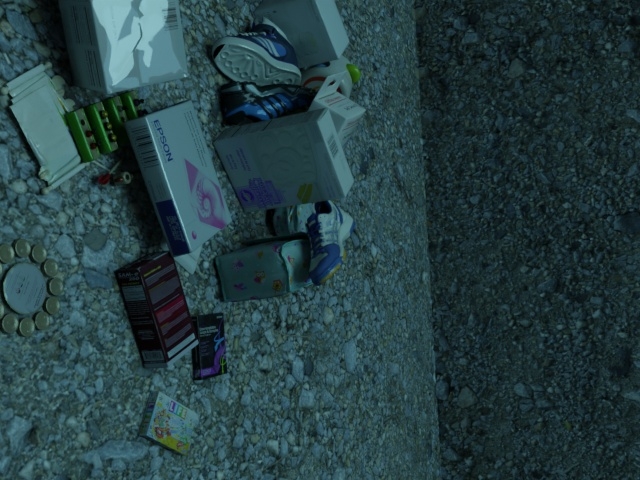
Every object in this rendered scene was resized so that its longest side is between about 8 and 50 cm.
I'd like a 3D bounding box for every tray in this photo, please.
[{"bbox_3d":[-0.326,-0.063,1.765,0.145,0.030,0.270,50,42,-47],"label":"tray"}]

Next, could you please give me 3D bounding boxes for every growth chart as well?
[{"bbox_3d":[-0.543,-0.229,1.379,0.172,0.021,0.237,-50,128,-56],"label":"growth chart"}]

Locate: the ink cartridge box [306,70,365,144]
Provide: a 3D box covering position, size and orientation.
[{"bbox_3d":[0.015,-0.321,2.063,0.353,0.119,0.207,-60,172,27],"label":"ink cartridge box"}]

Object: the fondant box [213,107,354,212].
[{"bbox_3d":[-0.100,-0.217,1.914,0.238,0.330,0.096,68,31,-29],"label":"fondant box"}]

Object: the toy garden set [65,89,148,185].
[{"bbox_3d":[-0.438,-0.216,1.532,0.244,0.049,0.203,-52,131,-61],"label":"toy garden set"}]

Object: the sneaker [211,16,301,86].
[{"bbox_3d":[-0.209,-0.586,2.061,0.323,0.130,0.236,11,48,-42],"label":"sneaker"}]

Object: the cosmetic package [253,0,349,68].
[{"bbox_3d":[-0.058,-0.693,2.233,0.224,0.225,0.138,64,32,-33],"label":"cosmetic package"}]

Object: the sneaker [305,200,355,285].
[{"bbox_3d":[0.000,0.000,1.862,0.131,0.112,0.296,44,32,-19],"label":"sneaker"}]

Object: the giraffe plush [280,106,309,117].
[{"bbox_3d":[-0.102,-0.363,2.157,0.170,0.181,0.210,89,-22,-51],"label":"giraffe plush"}]

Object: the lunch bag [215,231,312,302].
[{"bbox_3d":[-0.127,0.069,1.912,0.262,0.223,0.160,-21,100,-64],"label":"lunch bag"}]

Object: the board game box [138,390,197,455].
[{"bbox_3d":[-0.353,0.427,1.597,0.154,0.026,0.103,50,41,-48],"label":"board game box"}]

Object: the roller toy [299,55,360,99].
[{"bbox_3d":[0.016,-0.545,2.389,0.191,0.209,0.146,26,51,-14],"label":"roller toy"}]

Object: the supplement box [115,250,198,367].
[{"bbox_3d":[-0.371,0.156,1.573,0.130,0.073,0.239,-36,117,-61],"label":"supplement box"}]

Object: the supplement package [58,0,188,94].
[{"bbox_3d":[-0.413,-0.460,1.428,0.204,0.145,0.261,-25,123,-40],"label":"supplement package"}]

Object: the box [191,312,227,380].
[{"bbox_3d":[-0.286,0.270,1.766,0.116,0.029,0.162,2,81,-63],"label":"box"}]

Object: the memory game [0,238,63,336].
[{"bbox_3d":[-0.556,0.088,1.287,0.186,0.012,0.186,27,60,-60],"label":"memory game"}]

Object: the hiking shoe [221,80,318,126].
[{"bbox_3d":[-0.146,-0.393,2.017,0.304,0.113,0.132,-2,99,-21],"label":"hiking shoe"}]

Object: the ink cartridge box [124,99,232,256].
[{"bbox_3d":[-0.315,-0.168,1.665,0.330,0.071,0.324,-51,127,-63],"label":"ink cartridge box"}]

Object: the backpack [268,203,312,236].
[{"bbox_3d":[-0.088,-0.094,2.155,0.152,0.115,0.182,60,36,-42],"label":"backpack"}]
